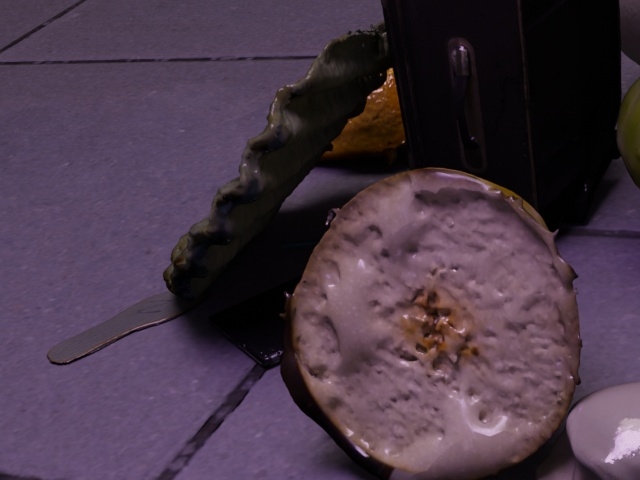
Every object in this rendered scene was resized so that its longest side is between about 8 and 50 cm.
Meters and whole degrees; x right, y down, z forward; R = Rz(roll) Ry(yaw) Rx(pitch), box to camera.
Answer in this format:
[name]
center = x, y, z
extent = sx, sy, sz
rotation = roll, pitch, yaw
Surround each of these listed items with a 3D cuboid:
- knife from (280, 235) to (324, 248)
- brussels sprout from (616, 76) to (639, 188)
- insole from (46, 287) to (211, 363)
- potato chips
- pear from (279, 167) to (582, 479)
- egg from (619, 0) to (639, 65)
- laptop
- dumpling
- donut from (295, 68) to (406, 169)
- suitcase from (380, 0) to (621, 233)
[knife]
center = 0.000, 0.000, 1.565
extent = 0.091, 0.005, 0.014
rotation = -6, 28, 13
[brussels sprout]
center = 0.435, -0.086, 1.306
extent = 0.316, 0.243, 0.274
rotation = 6, 9, -2
[insole]
center = -0.198, 0.084, 1.484
extent = 0.188, 0.004, 0.064
rotation = -25, 27, -25
[potato chips]
center = -0.045, -0.080, 1.452
extent = 0.358, 0.070, 0.429
rotation = -49, 0, 19
[pear]
center = 0.119, 0.066, 1.162
extent = 0.267, 0.267, 0.178
rotation = 3, 7, 29
[egg]
center = 0.490, -0.289, 1.622
extent = 0.336, 0.278, 0.278
rotation = -12, 26, 7
[laptop]
center = -0.008, 0.065, 1.427
extent = 0.180, 0.016, 0.129
rotation = -23, 29, -24
[dumpling]
center = 0.243, 0.164, 1.041
extent = 0.176, 0.092, 0.150
rotation = -2, 41, 10
[donut]
center = 0.072, -0.175, 1.781
extent = 0.253, 0.118, 0.253
rotation = -23, 17, 7
[suitcase]
center = 0.188, -0.212, 1.425
extent = 0.194, 0.434, 0.283
rotation = 12, 47, 28
